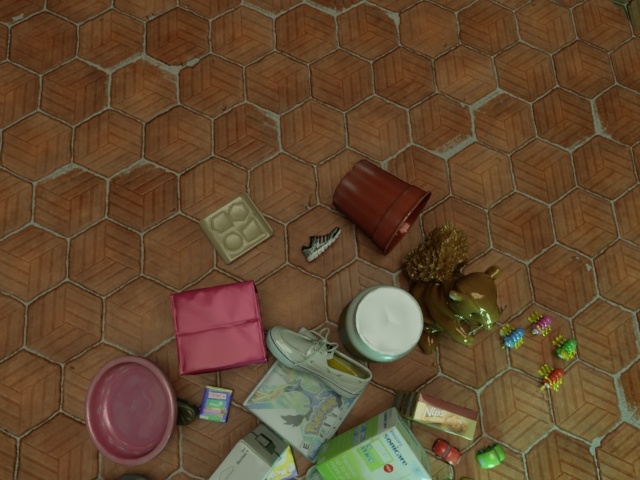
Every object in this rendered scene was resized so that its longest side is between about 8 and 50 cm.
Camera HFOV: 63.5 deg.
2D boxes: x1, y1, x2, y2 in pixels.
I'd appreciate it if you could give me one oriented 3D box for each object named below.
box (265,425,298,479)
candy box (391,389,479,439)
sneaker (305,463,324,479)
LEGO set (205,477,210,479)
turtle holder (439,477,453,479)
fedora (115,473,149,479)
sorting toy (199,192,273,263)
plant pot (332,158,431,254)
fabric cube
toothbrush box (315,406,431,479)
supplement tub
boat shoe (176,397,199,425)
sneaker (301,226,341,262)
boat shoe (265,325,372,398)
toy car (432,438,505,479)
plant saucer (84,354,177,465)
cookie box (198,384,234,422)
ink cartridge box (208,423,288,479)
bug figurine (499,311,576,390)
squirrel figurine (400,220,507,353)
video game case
[{"bbox_3d":[-0.146,0.692,1.692,0.105,0.043,0.179,-16,76,-8],"label":"box"},{"bbox_3d":[0.347,0.541,1.626,0.183,0.316,0.087,18,75,1],"label":"candy box"},{"bbox_3d":[0.052,0.853,1.623,0.111,0.129,0.297,-36,82,-13],"label":"sneaker"},{"bbox_3d":[-0.313,0.844,1.554,0.087,0.093,0.227,8,77,-17],"label":"LEGO set"},{"bbox_3d":[0.278,0.862,1.588,0.244,0.227,0.320,23,75,3],"label":"turtle holder"},{"bbox_3d":[-0.567,0.799,1.568,0.276,0.243,0.124,15,38,27],"label":"fedora"},{"bbox_3d":[-0.304,-0.044,1.868,0.208,0.038,0.193,-35,81,-7],"label":"sorting toy"},{"bbox_3d":[0.201,-0.132,1.824,0.265,0.272,0.272,37,76,13],"label":"plant pot"},{"bbox_3d":[-0.316,0.288,1.670,0.258,0.254,0.258,-10,78,-7],"label":"fabric cube"},{"bbox_3d":[0.162,0.676,1.578,0.283,0.122,0.206,-32,95,12],"label":"toothbrush box"},{"bbox_3d":[0.190,0.272,1.672,0.241,0.331,0.240,1,76,-4],"label":"supplement tub"},{"bbox_3d":[-0.500,0.545,1.687,0.224,0.073,0.080,9,90,18],"label":"boat shoe"},{"bbox_3d":[0.000,0.000,1.862,0.170,0.063,0.075,-42,89,-8],"label":"sneaker"},{"bbox_3d":[0.007,0.362,1.653,0.367,0.156,0.136,34,34,-3],"label":"boat shoe"},{"bbox_3d":[0.519,0.745,1.723,0.225,0.053,0.239,-23,79,-9],"label":"toy car"},{"bbox_3d":[-0.585,0.529,1.632,0.332,0.084,0.331,-2,82,18],"label":"plant saucer"},{"bbox_3d":[-0.345,0.541,1.714,0.092,0.040,0.107,11,75,-1],"label":"cookie box"},{"bbox_3d":[-0.223,0.680,1.524,0.122,0.289,0.211,37,85,11],"label":"ink cartridge box"},{"bbox_3d":[0.783,0.379,1.825,0.216,0.072,0.279,-42,82,-13],"label":"bug figurine"},{"bbox_3d":[0.426,0.148,1.700,0.281,0.370,0.396,-23,79,-9],"label":"squirrel figurine"},{"bbox_3d":[-0.043,0.506,1.727,0.300,0.036,0.329,37,69,5],"label":"video game case"}]
